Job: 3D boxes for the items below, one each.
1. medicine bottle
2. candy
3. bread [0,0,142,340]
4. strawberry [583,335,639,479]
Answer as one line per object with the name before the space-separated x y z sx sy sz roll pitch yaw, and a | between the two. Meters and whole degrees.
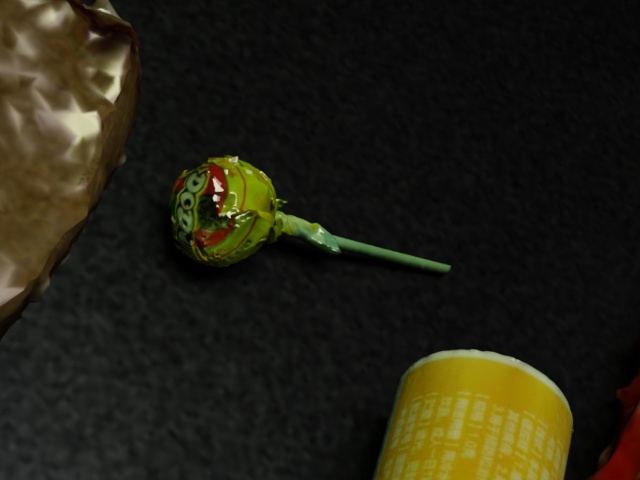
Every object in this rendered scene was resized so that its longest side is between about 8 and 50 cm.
medicine bottle | 0.029 0.133 0.464 0.074 0.074 0.218 31 48 -14
candy | 0.000 0.000 0.561 0.123 0.035 0.035 16 42 -36
bread | -0.241 -0.100 0.371 0.416 0.165 0.113 37 50 -9
strawberry | 0.218 0.125 0.542 0.265 0.149 0.336 17 53 -22
